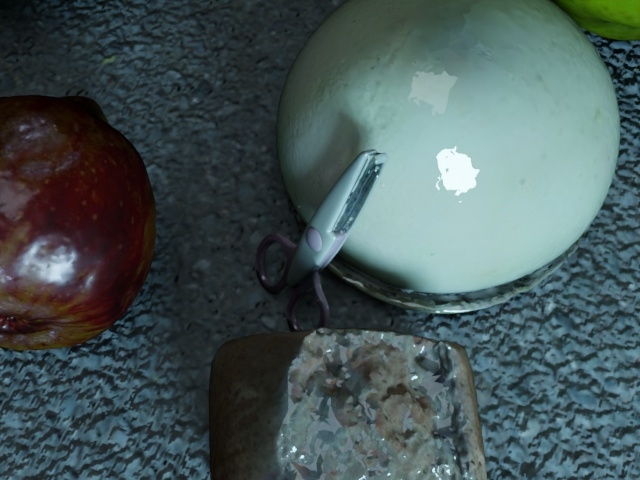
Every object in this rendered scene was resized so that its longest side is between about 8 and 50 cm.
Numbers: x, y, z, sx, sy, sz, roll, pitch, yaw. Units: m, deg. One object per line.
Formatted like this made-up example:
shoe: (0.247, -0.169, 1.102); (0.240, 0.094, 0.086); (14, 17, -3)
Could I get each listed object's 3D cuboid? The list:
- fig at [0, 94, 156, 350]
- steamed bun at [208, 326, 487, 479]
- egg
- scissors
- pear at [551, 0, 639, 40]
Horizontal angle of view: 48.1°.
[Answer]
fig: (-0.186, -0.038, 0.482); (0.175, 0.175, 0.207); (6, 66, 2)
steamed bun: (0.017, 0.125, 0.448); (0.175, 0.106, 0.145); (-1, 65, -3)
egg: (0.106, -0.105, 0.519); (0.286, 0.174, 0.264); (-37, 75, -19)
scissors: (0.000, 0.000, 0.474); (0.022, 0.176, 0.085); (-17, 63, -35)
pear: (0.251, -0.270, 0.485); (0.342, 0.238, 0.318); (-14, 96, 28)
